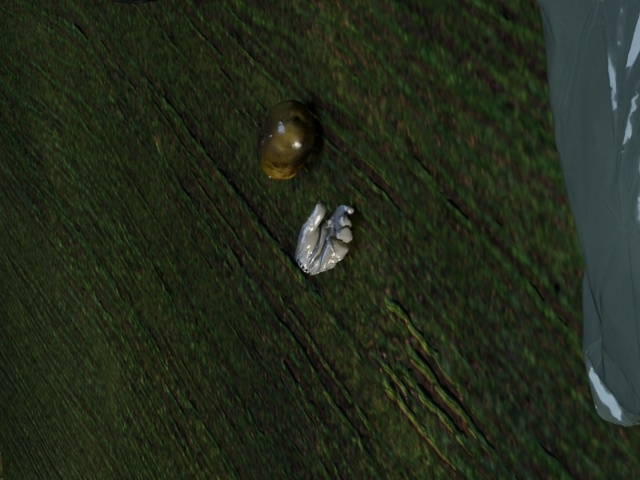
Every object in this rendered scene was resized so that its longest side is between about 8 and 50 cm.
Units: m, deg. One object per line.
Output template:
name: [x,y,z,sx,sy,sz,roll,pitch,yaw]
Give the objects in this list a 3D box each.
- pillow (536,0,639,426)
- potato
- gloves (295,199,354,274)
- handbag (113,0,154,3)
pillow: [0.177,-0.036,0.758,0.281,0.076,0.274,-174,76,-69]
potato: [-0.029,-0.079,1.362,0.083,0.040,0.051,114,136,-60]
gloves: [0.001,-0.002,1.317,0.044,0.037,0.081,44,140,-4]
handbag: [-0.112,-0.341,1.031,0.288,0.152,0.342,-89,-18,-44]
